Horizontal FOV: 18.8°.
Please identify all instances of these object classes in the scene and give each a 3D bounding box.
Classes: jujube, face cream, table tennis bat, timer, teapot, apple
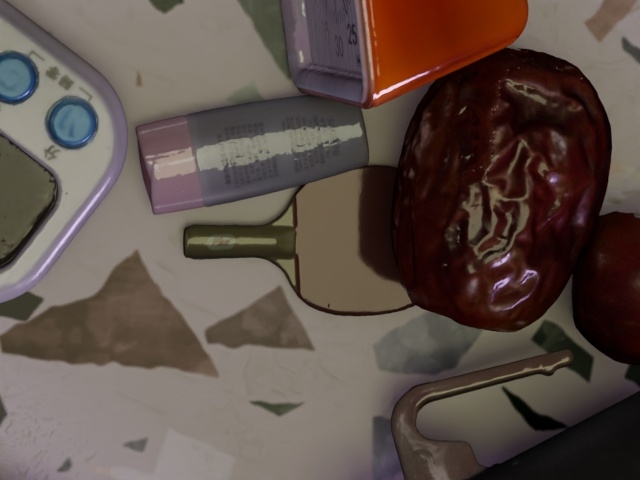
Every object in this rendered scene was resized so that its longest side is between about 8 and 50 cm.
[{"bbox_3d":[0.154,-0.048,1.678,0.183,0.183,0.243,15,95,-10],"label":"jujube"},{"bbox_3d":[-0.059,-0.079,1.699,0.198,0.057,0.084,-10,100,-4],"label":"face cream"},{"bbox_3d":[0.000,0.000,1.740,0.246,0.022,0.138,0,98,-10],"label":"table tennis bat"},{"bbox_3d":[-0.310,-0.089,1.647,0.262,0.087,0.237,37,92,-11],"label":"timer"},{"bbox_3d":[0.206,0.252,1.704,0.344,0.253,0.300,-13,76,-1],"label":"teapot"},{"bbox_3d":[0.036,-0.257,1.586,0.161,0.257,0.250,-24,103,-10],"label":"timer"},{"bbox_3d":[0.304,0.042,1.715,0.158,0.147,0.156,7,136,2],"label":"apple"}]
